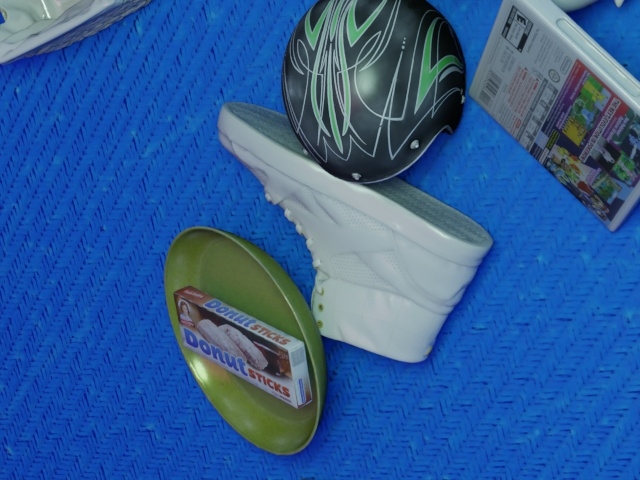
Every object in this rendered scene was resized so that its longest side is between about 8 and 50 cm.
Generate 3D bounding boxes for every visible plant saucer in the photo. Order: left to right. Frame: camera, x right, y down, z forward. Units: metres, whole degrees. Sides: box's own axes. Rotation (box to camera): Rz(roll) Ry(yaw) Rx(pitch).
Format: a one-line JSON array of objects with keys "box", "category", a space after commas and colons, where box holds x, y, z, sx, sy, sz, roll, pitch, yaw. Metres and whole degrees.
[{"box": [-0.067, 0.092, 1.510, 0.241, 0.037, 0.241, 34, 138, 38], "category": "plant saucer"}]

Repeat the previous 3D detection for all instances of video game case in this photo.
[{"box": [0.209, -0.109, 1.299, 0.023, 0.201, 0.183, -41, 78, -17], "category": "video game case"}]

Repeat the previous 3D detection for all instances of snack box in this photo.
[{"box": [-0.075, 0.098, 1.469, 0.178, 0.022, 0.064, 23, 131, 45], "category": "snack box"}]

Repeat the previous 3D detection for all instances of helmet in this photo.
[{"box": [0.043, -0.140, 1.372, 0.169, 0.161, 0.169, 8, 109, 26], "category": "helmet"}]

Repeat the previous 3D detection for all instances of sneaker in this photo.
[{"box": [0.000, 0.000, 1.461, 0.292, 0.108, 0.169, 33, 115, 19], "category": "sneaker"}]

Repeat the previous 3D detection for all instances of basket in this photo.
[{"box": [-0.255, -0.256, 1.536, 0.167, 0.103, 0.113, -21, 91, 29], "category": "basket"}]

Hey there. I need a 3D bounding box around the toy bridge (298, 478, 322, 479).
[{"box": [0.012, 0.336, 1.577, 0.063, 0.026, 0.188, -1, 101, 26], "category": "toy bridge"}]

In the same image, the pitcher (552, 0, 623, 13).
[{"box": [0.248, -0.254, 1.276, 0.207, 0.125, 0.178, -33, 100, 18], "category": "pitcher"}]
